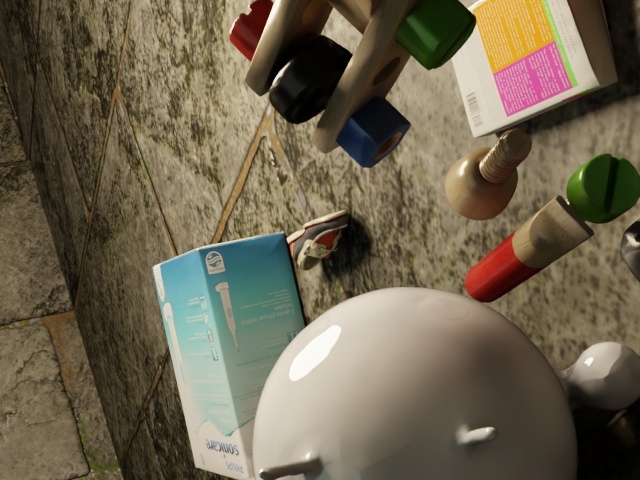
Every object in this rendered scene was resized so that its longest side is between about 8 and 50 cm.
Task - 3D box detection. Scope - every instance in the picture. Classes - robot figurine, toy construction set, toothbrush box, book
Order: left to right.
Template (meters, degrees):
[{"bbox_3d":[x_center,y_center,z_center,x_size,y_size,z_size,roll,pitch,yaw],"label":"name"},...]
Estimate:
[{"bbox_3d":[-0.111,0.155,1.158,0.216,0.126,0.295,-20,82,62],"label":"toothbrush box"},{"bbox_3d":[0.076,0.141,0.605,0.199,0.300,0.353,67,-169,17],"label":"robot figurine"},{"bbox_3d":[0.084,-0.141,0.428,0.237,0.258,0.308,114,141,-74],"label":"toy construction set"},{"bbox_3d":[0.148,-0.139,0.642,0.144,0.035,0.096,-17,88,64],"label":"book"}]

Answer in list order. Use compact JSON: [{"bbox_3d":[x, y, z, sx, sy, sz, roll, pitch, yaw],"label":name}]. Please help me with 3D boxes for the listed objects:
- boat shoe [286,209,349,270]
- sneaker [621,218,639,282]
[{"bbox_3d":[0.000,0.000,0.968,0.137,0.049,0.043,-34,73,64],"label":"boat shoe"},{"bbox_3d":[0.224,-0.048,0.447,0.153,0.101,0.268,-12,92,61],"label":"sneaker"}]
